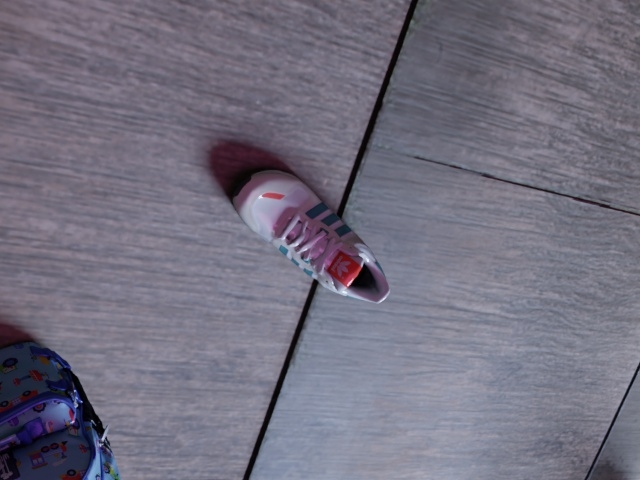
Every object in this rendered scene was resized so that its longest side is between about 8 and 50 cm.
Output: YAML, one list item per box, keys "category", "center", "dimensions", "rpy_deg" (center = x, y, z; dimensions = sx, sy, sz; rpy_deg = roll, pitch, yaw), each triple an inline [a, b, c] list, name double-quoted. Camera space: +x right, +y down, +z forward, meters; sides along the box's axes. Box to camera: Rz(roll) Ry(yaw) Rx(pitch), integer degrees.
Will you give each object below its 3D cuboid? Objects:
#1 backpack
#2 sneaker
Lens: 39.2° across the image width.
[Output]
- category: "backpack"
  center: [-0.221, 0.172, 0.633]
  dimensions: [0.158, 0.173, 0.117]
  rpy_deg: [-21, 123, -19]
- category: "sneaker"
  center: [0.000, 0.000, 0.734]
  dimensions: [0.057, 0.075, 0.161]
  rpy_deg: [-50, 128, 1]
